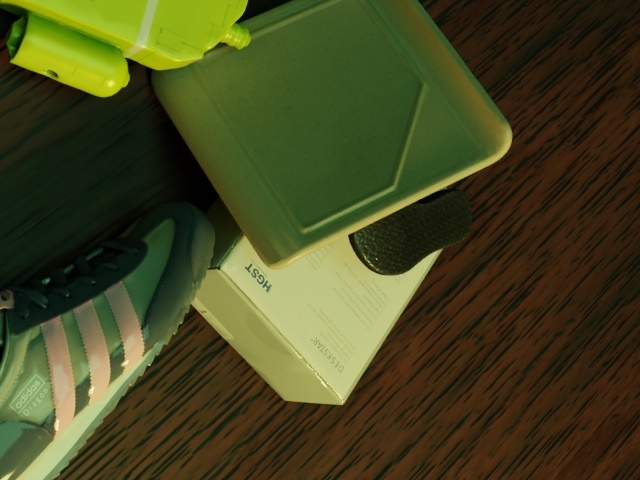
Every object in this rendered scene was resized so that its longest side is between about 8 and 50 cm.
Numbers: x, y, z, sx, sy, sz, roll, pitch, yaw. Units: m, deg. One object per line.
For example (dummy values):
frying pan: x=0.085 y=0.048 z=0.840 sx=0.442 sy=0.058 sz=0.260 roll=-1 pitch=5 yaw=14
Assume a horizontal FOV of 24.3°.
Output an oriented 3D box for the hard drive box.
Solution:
hard drive box: x=0.000 y=0.000 z=1.323 sx=0.181 sy=0.089 sz=0.232 roll=50 pitch=59 yaw=-26

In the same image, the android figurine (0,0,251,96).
android figurine: x=-0.166 y=-0.240 z=1.199 sx=0.273 sy=0.056 sz=0.248 roll=18 pitch=76 yaw=-27

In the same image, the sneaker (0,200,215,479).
sneaker: x=-0.204 y=0.064 z=1.141 sx=0.131 sy=0.112 sz=0.319 roll=52 pitch=58 yaw=-29

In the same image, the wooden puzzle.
wooden puzzle: x=0.008 y=-0.108 z=1.260 sx=0.239 sy=0.044 sz=0.221 roll=-28 pitch=68 yaw=-14

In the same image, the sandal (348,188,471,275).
sandal: x=0.073 y=-0.009 z=1.307 sx=0.179 sy=0.040 sz=0.067 roll=-14 pitch=103 yaw=-54
